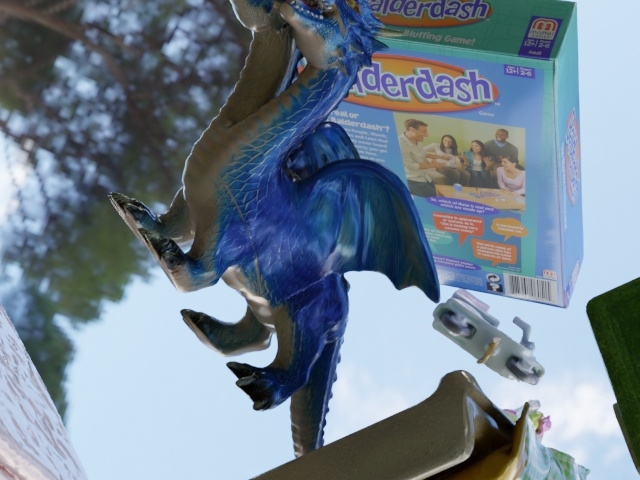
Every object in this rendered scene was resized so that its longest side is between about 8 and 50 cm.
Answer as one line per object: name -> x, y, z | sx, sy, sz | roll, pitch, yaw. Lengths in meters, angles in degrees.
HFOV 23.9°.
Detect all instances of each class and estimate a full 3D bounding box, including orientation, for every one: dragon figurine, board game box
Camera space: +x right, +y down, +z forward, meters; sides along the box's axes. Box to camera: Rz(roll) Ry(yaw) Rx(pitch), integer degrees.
dragon figurine -> 0.000, 0.000, 0.708 | 0.144, 0.289, 0.085 | -34, -148, -9
board game box -> 0.066, -0.054, 0.857 | 0.160, 0.210, 0.047 | 11, -125, 18

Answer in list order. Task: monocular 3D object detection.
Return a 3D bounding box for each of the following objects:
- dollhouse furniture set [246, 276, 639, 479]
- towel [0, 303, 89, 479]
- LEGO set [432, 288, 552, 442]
dollhouse furniture set -> 0.114, 0.149, 0.680 | 0.302, 0.197, 0.151 | -26, -122, 14
towel -> -0.305, 0.078, 1.229 | 0.053, 0.317, 0.332 | -34, -129, -1
LEGO set -> 0.059, 0.169, 0.998 | 0.132, 0.107, 0.287 | 46, -69, 17
